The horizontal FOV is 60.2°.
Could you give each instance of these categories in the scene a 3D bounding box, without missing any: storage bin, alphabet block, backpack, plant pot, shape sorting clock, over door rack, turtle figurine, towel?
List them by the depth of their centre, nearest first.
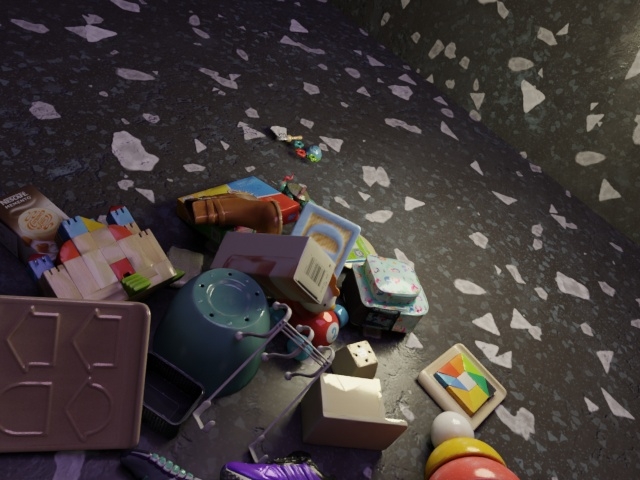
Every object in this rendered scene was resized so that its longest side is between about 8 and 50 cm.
[{"bbox_3d":[-0.133,0.328,1.299,0.108,0.239,0.324,21,69,46],"label":"over door rack"},{"bbox_3d":[-0.382,0.364,1.306,0.180,0.084,0.122,33,42,4],"label":"storage bin"},{"bbox_3d":[-0.261,0.211,1.409,0.293,0.235,0.293,14,44,-14],"label":"plant pot"},{"bbox_3d":[0.101,0.346,1.570,0.109,0.096,0.109,-7,53,-33],"label":"plant pot"},{"bbox_3d":[-0.400,0.082,1.615,0.110,0.027,0.148,11,45,-17],"label":"towel"},{"bbox_3d":[0.000,0.000,1.731,0.192,0.193,0.197,28,4,-4],"label":"alphabet block"},{"bbox_3d":[0.214,0.171,1.742,0.254,0.191,0.225,18,34,-23],"label":"backpack"},{"bbox_3d":[0.100,0.029,1.921,0.206,0.040,0.206,15,40,-13],"label":"shape sorting clock"},{"bbox_3d":[-0.087,-0.138,1.940,0.234,0.118,0.175,34,42,-2],"label":"turtle figurine"}]

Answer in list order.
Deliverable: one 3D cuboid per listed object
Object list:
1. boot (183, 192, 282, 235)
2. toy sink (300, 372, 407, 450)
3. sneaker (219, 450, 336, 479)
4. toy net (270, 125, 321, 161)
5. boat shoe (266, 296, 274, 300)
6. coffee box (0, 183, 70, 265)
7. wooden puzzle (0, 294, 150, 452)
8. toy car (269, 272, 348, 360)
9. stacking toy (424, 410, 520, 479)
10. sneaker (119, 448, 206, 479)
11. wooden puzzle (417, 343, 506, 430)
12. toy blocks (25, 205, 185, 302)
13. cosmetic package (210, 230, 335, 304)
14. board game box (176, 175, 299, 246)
[{"bbox_3d":[-0.248,-0.075,1.563,0.220,0.109,0.283,-4,26,-32],"label":"boot"},{"bbox_3d":[0.084,0.441,1.428,0.234,0.152,0.131,11,44,-17],"label":"toy sink"},{"bbox_3d":[-0.087,0.550,1.278,0.293,0.102,0.146,26,38,-11],"label":"sneaker"},{"bbox_3d":[-0.106,-0.380,2.215,0.232,0.045,0.122,27,44,1],"label":"toy net"},{"bbox_3d":[-0.206,0.086,1.673,0.069,0.081,0.227,-17,61,-43],"label":"boat shoe"},{"bbox_3d":[-0.753,-0.020,1.473,0.246,0.098,0.141,38,43,10],"label":"coffee box"},{"bbox_3d":[-0.557,0.283,1.186,0.348,0.080,0.322,5,88,-14],"label":"wooden puzzle"},{"bbox_3d":[-0.007,0.179,1.563,0.210,0.238,0.219,47,45,10],"label":"toy car"},{"bbox_3d":[0.371,0.605,1.354,0.351,0.350,0.480,20,27,-10],"label":"stacking toy"},{"bbox_3d":[-0.337,0.528,1.174,0.224,0.083,0.098,27,47,-3],"label":"sneaker"},{"bbox_3d":[0.442,0.443,1.695,0.239,0.044,0.221,-24,63,-41],"label":"wooden puzzle"},{"bbox_3d":[-0.560,0.051,1.384,0.381,0.191,0.261,-30,85,-42],"label":"toy blocks"},{"bbox_3d":[-0.131,0.071,1.491,0.153,0.296,0.129,47,57,-44],"label":"cosmetic package"},{"bbox_3d":[-0.263,-0.100,1.788,0.242,0.064,0.317,32,38,32],"label":"board game box"}]
